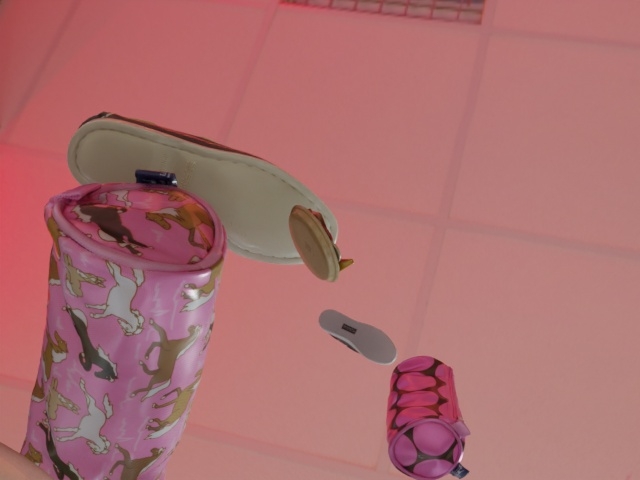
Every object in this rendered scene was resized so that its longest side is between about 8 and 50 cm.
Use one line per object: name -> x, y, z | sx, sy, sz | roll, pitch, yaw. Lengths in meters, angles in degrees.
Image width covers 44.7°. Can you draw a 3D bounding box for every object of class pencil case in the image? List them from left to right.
pencil case -> -0.208, 0.123, 0.778 | 0.160, 0.386, 0.167 | -1, -143, -28
pencil case -> 0.136, 0.217, 0.988 | 0.095, 0.209, 0.098 | 44, -77, -9

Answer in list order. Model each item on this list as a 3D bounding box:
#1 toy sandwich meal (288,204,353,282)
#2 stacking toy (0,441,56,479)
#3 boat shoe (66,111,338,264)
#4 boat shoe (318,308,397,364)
toy sandwich meal -> 0.000, 0.000, 0.702 | 0.029, 0.086, 0.086 | -28, -119, -20
stacking toy -> -0.330, 0.293, 0.360 | 0.479, 0.350, 0.351 | -26, -125, 33
boat shoe -> -0.133, -0.064, 0.925 | 0.324, 0.097, 0.117 | 19, -77, -16
boat shoe -> 0.061, 0.151, 1.220 | 0.142, 0.040, 0.049 | 29, -103, 25
